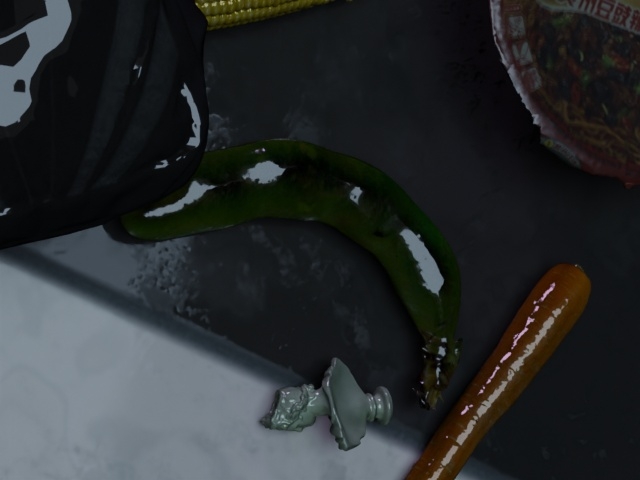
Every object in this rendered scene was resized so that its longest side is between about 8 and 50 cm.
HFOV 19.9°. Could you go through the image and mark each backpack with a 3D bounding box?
[{"bbox_3d":[-0.264,-0.213,1.147,0.363,0.255,0.446,-15,105,-23],"label":"backpack"}]

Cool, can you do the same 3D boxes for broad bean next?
[{"bbox_3d":[0.000,0.000,1.345,0.292,0.049,0.144,32,71,-17],"label":"broad bean"}]

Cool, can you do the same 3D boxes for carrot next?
[{"bbox_3d":[0.133,0.114,1.400,0.043,0.043,0.248,43,73,-14],"label":"carrot"}]

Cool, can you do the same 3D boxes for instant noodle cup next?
[{"bbox_3d":[0.232,-0.173,1.441,0.274,0.091,0.274,2,85,-23],"label":"instant noodle cup"}]

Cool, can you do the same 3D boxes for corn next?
[{"bbox_3d":[-0.039,-0.195,1.340,0.206,0.067,0.067,-13,90,-27],"label":"corn"}]

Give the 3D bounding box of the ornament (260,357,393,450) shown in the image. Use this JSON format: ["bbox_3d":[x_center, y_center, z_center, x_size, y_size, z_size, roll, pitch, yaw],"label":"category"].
[{"bbox_3d":[0.009,0.123,1.344,0.092,0.041,0.068,23,57,-11],"label":"ornament"}]
